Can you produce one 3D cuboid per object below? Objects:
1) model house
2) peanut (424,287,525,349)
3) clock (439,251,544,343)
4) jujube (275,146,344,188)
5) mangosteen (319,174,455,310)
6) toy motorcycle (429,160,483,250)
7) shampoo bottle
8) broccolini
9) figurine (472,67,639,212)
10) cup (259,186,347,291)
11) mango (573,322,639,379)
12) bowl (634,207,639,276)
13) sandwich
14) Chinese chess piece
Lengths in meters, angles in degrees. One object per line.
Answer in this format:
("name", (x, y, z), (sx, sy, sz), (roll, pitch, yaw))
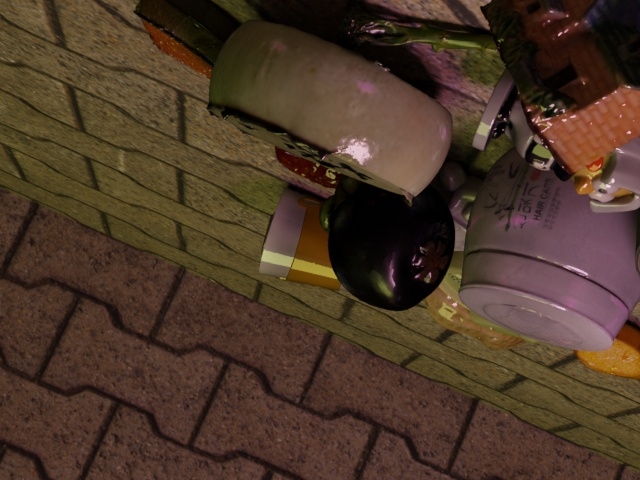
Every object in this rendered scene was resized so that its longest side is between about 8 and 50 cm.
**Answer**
("model house", (0.296, -0.195, 1.271), (0.172, 0.183, 0.166), (-27, 139, 19))
("peanut", (0.332, 0.142, 2.454), (0.306, 0.147, 0.147), (27, 165, -28))
("clock", (0.335, 0.068, 2.175), (0.286, 0.117, 0.348), (11, 157, 46))
("jujube", (0.002, -0.150, 2.003), (0.176, 0.109, 0.112), (22, 131, 37))
("mangosteen", (0.102, -0.008, 1.876), (0.243, 0.243, 0.243), (22, 165, 6))
("toy motorcycle", (0.238, -0.056, 1.951), (0.260, 0.110, 0.171), (-3, 126, 39))
("shampoo bottle", (0.342, 0.007, 1.697), (0.273, 0.266, 0.273), (21, 164, 6))
("broccolini", (0.123, -0.261, 1.513), (0.216, 0.067, 0.058), (13, 176, 27))
("figurine", (0.326, -0.133, 1.506), (0.236, 0.133, 0.176), (25, 168, 8))
("cup", (0.000, 0.000, 2.437), (0.226, 0.185, 0.241), (18, -161, 3))
("mango", (0.598, 0.214, 2.352), (0.217, 0.102, 0.141), (26, 142, -18))
("bowl", (0.505, -0.029, 1.540), (0.211, 0.112, 0.211), (-2, 144, -2))
("sandwich", (-0.175, -0.304, 1.802), (0.235, 0.079, 0.159), (32, 174, -16))
("Chinese chess piece", (0.012, -0.178, 1.663), (0.349, 0.146, 0.349), (24, -179, 0))
